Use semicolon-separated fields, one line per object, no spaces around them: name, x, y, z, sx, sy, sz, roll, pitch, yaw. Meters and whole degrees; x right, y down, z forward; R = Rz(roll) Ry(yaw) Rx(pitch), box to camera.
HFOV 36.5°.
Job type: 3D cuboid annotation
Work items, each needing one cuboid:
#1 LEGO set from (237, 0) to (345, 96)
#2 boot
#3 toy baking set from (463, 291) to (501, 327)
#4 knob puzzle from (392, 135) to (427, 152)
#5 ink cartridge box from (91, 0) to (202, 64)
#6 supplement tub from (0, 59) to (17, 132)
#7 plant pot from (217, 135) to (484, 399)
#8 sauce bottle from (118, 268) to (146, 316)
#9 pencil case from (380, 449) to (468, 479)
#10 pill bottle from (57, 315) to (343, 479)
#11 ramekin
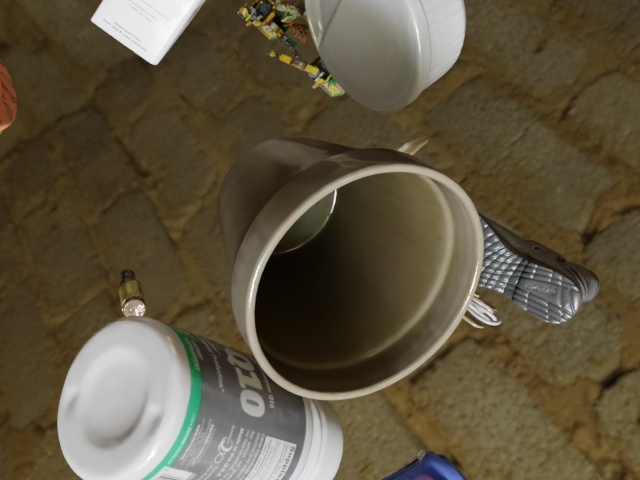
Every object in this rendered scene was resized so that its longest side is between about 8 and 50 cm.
LEGO set;-0.023;-0.453;1.837;0.331;0.255;0.192;56;-168;31
boot;0.328;0.027;1.735;0.338;0.118;0.223;38;-161;13
toy baking set;0.210;0.069;1.589;0.197;0.030;0.256;32;-168;4
knob puzzle;0.132;-0.159;1.898;0.030;0.213;0.213;56;-178;4
ink cartridge box;-0.189;-0.419;1.400;0.117;0.278;0.201;35;-153;-12
supplement tub;-0.443;-0.078;0.879;0.193;0.316;0.193;49;-162;-23
plant pot;0.000;0.000;1.265;0.323;0.323;0.280;50;176;-38
sauce bottle;-0.320;0.086;1.638;0.042;0.042;0.128;50;-175;-31
pencil case;0.075;0.398;1.339;0.133;0.306;0.119;64;161;9
pill bottle;-0.138;0.238;1.250;0.361;0.204;0.204;30;-163;-50
ramekin;0.105;-0.346;1.492;0.273;0.127;0.273;39;146;34
